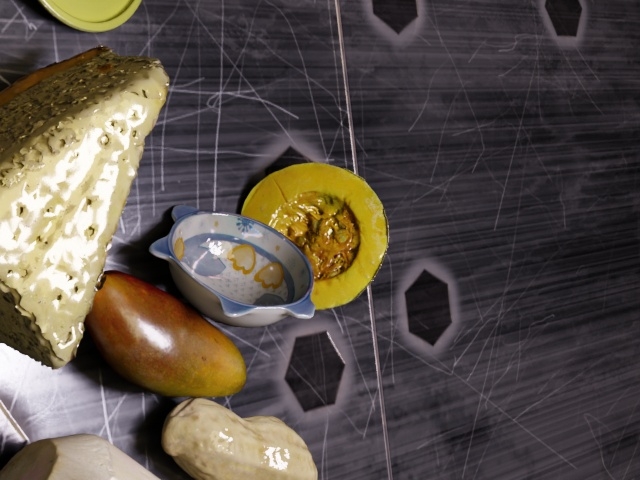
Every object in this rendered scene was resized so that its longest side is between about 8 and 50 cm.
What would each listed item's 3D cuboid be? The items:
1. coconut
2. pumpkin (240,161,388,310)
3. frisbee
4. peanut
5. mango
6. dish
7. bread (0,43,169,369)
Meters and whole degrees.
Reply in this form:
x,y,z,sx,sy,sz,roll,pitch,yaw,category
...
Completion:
x,y,z,sx,sy,sz,roll,pitch,yaw,category
-0.278,0.347,1.382,0.241,0.241,0.241,5,83,-44,coconut
-0.005,0.007,1.731,0.110,0.217,0.217,66,35,-69,pumpkin
-0.303,-0.382,1.531,0.236,0.017,0.236,3,86,-54,frisbee
-0.107,0.284,1.623,0.256,0.123,0.124,35,63,-33,peanut
-0.204,0.132,1.534,0.267,0.111,0.133,35,24,-36,mango
-0.128,0.055,1.601,0.227,0.236,0.086,0,128,-34,dish
-0.293,-0.040,1.376,0.315,0.248,0.279,-31,114,-28,bread
